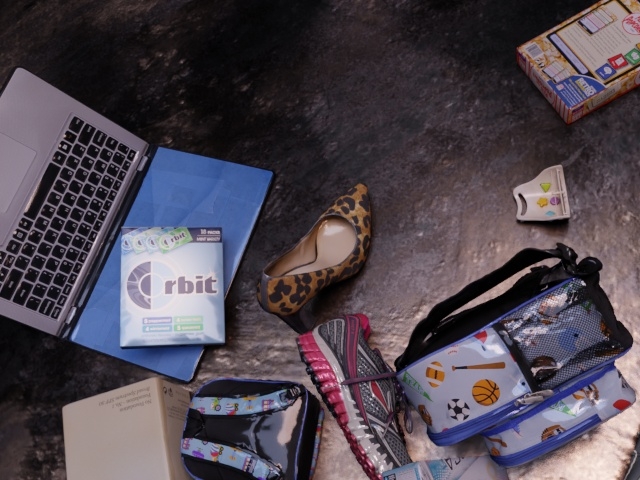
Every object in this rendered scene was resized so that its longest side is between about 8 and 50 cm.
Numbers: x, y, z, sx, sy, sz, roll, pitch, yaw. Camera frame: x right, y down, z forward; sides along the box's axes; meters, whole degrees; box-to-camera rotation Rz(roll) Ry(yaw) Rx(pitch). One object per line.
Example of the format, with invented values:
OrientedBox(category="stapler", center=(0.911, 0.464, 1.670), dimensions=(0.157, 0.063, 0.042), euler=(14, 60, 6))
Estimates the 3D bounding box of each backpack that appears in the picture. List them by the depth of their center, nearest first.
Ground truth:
OrientedBox(category="backpack", center=(0.228, 0.149, 0.829), dimensions=(0.263, 0.276, 0.213), euler=(-24, 76, 9))
OrientedBox(category="backpack", center=(-0.096, 0.270, 0.934), dimensions=(0.173, 0.117, 0.158), euler=(2, 69, 17))

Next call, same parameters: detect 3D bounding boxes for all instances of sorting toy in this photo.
OrientedBox(category="sorting toy", center=(0.323, -0.059, 0.996), dimensions=(0.075, 0.045, 0.083), euler=(-9, 66, 21))

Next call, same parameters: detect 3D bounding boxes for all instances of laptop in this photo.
OrientedBox(category="laptop", center=(-0.352, -0.033, 1.082), dimensions=(0.236, 0.408, 0.382), euler=(-3, 61, 52))

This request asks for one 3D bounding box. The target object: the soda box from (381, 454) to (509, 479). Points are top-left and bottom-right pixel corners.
OrientedBox(category="soda box", center=(0.157, 0.296, 0.812), dimensions=(0.058, 0.183, 0.063), euler=(-33, 59, 35))

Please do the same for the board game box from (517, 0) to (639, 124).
OrientedBox(category="board game box", center=(0.430, -0.289, 1.057), dimensions=(0.193, 0.045, 0.147), euler=(-29, 62, 3))

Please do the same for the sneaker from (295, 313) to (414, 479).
OrientedBox(category="sneaker", center=(0.078, 0.229, 0.902), dimensions=(0.112, 0.121, 0.299), euler=(-27, 66, -9))

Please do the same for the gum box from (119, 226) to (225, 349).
OrientedBox(category="gum box", center=(-0.228, 0.072, 1.050), dimensions=(0.156, 0.041, 0.185), euler=(0, 75, -11))

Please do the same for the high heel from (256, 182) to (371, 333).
OrientedBox(category="high heel", center=(0.000, 0.000, 0.981), dimensions=(0.093, 0.186, 0.261), euler=(20, 75, 23))

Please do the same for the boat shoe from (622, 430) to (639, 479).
OrientedBox(category="boat shoe", center=(0.439, 0.252, 0.812), dimensions=(0.116, 0.099, 0.319), euler=(39, 88, -9))

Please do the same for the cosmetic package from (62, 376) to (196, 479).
OrientedBox(category="cosmetic package", center=(-0.252, 0.367, 0.943), dimensions=(0.160, 0.113, 0.310), euler=(-20, 63, 7))
